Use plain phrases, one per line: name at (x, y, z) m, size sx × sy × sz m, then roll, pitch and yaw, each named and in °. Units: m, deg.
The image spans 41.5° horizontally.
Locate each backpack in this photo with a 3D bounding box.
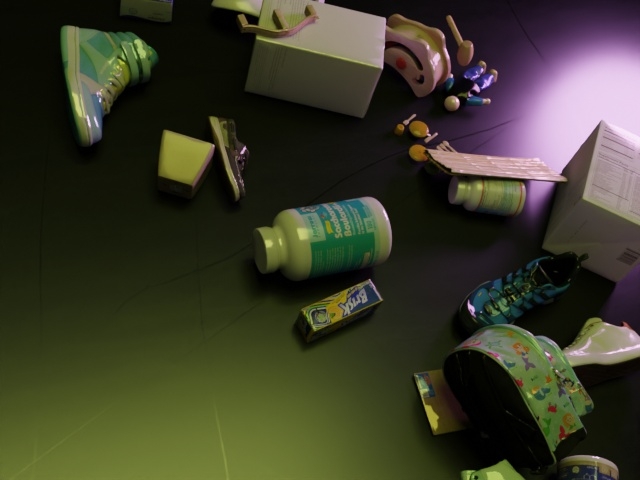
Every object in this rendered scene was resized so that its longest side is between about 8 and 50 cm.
backpack at (0.353, 0.276, 1.547) m, size 0.191 × 0.225 × 0.254 m, roll -36°, pitch 90°, yaw -28°

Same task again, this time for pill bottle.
pill bottle at (0.000, 0.000, 1.703) m, size 0.264 × 0.146 × 0.146 m, roll -11°, pitch 61°, yaw -22°
pill bottle at (0.376, -0.105, 1.916) m, size 0.160 × 0.087 × 0.087 m, roll 7°, pitch 56°, yaw -10°
pill bottle at (0.485, 0.498, 1.533) m, size 0.112 × 0.112 × 0.187 m, roll 16°, pitch 55°, yaw -5°

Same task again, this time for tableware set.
tableware set at (0.240, -0.224, 1.998) m, size 0.154 × 0.024 × 0.104 m, roll 44°, pitch 60°, yaw 13°

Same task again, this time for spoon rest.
spoon rest at (-0.130, -0.560, 2.042) m, size 0.276 × 0.084 × 0.137 m, roll 6°, pitch 17°, yaw 13°

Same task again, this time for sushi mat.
sushi mat at (0.402, -0.171, 1.945) m, size 0.316 × 0.019 × 0.151 m, roll 2°, pitch 25°, yaw -22°

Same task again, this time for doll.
doll at (0.375, -0.381, 2.124) m, size 0.129 × 0.046 × 0.189 m, roll 41°, pitch 56°, yaw 13°

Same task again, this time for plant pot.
plant pot at (-0.289, -0.150, 1.752) m, size 0.109 × 0.109 × 0.096 m, roll 17°, pitch 67°, yaw -5°

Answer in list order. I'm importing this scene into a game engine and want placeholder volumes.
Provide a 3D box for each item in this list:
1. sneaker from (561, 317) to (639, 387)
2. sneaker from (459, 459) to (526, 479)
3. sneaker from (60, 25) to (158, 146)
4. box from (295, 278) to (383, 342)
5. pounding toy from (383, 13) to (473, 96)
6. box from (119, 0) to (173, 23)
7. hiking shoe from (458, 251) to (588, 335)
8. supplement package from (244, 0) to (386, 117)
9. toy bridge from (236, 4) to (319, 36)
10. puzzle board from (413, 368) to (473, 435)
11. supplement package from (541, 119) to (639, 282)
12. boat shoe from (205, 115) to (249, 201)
sneaker at (0.542, 0.231, 1.743) m, size 0.290 × 0.106 × 0.123 m, roll -5°, pitch 49°, yaw -28°
sneaker at (0.261, 0.492, 1.472) m, size 0.255 × 0.094 × 0.151 m, roll -32°, pitch 65°, yaw -12°
sneaker at (-0.445, -0.342, 1.817) m, size 0.208 × 0.127 × 0.319 m, roll -5°, pitch 60°, yaw -17°
box at (0.038, 0.139, 1.675) m, size 0.168 × 0.059 × 0.054 m, roll -22°, pitch 68°, yaw -27°
pounding toy at (0.261, -0.466, 2.098) m, size 0.269 × 0.154 × 0.155 m, roll 30°, pitch 52°, yaw 28°
box at (-0.415, -0.601, 2.029) m, size 0.126 × 0.072 × 0.137 m, roll 4°, pitch 57°, yaw -12°
hiking shoe at (0.415, 0.098, 1.764) m, size 0.304 × 0.132 × 0.113 m, roll -25°, pitch 67°, yaw -28°
supplement package at (-0.012, -0.432, 1.967) m, size 0.292 × 0.175 × 0.178 m, roll 12°, pitch 54°, yaw -7°
toy bridge at (-0.087, -0.477, 1.852) m, size 0.188 × 0.026 × 0.063 m, roll -14°, pitch 65°, yaw -23°
puzzle board at (0.243, 0.313, 1.649) m, size 0.096 × 0.011 × 0.128 m, roll -6°, pitch 59°, yaw -18°
supplement package at (0.657, -0.089, 1.915) m, size 0.198 × 0.199 × 0.263 m, roll 25°, pitch 54°, yaw 1°
boat shoe at (-0.189, -0.183, 1.812) m, size 0.073 × 0.080 × 0.224 m, roll -12°, pitch 57°, yaw -17°
